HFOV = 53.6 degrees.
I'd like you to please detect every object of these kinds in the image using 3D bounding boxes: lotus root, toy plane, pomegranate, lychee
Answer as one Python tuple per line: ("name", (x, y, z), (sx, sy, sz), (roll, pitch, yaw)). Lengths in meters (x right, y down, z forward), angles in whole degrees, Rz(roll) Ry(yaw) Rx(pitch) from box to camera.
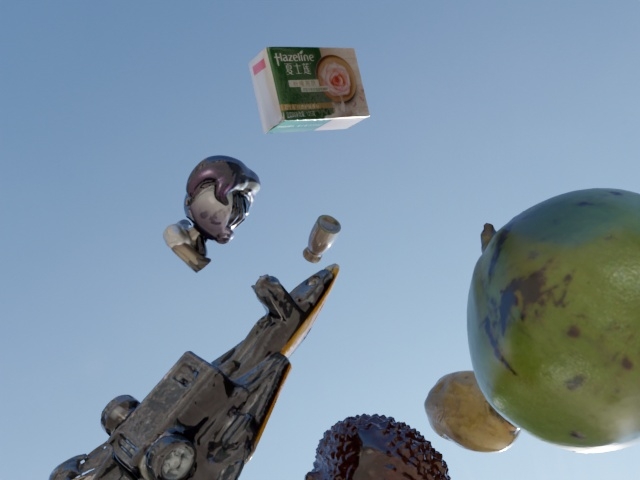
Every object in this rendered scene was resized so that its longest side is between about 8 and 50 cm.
("lotus root", (0.259, 0.275, 1.023), (0.118, 0.220, 0.125), (-11, -89, -36))
("toy plane", (-0.086, 0.126, 0.526), (0.316, 0.204, 0.103), (-55, -48, -17))
("pomegranate", (0.287, 0.099, 0.614), (0.260, 0.341, 0.261), (-21, -46, -24))
("lychee", (0.052, 0.217, 0.560), (0.128, 0.123, 0.124), (20, -73, 8))

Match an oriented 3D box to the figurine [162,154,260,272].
("figurine", (-0.215, -0.065, 1.213), (0.145, 0.145, 0.222), (39, -79, -6))

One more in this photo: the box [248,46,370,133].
("box", (-0.018, -0.271, 1.142), (0.081, 0.198, 0.135), (-16, -93, 53))

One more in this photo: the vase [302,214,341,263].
("vase", (0.000, 0.000, 1.278), (0.053, 0.053, 0.101), (26, -49, -2))
